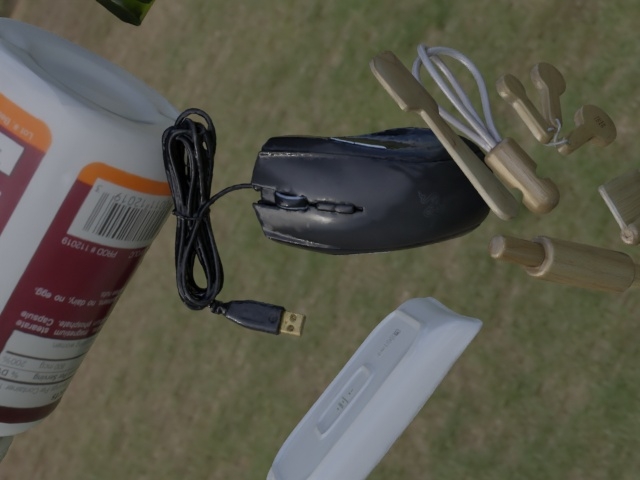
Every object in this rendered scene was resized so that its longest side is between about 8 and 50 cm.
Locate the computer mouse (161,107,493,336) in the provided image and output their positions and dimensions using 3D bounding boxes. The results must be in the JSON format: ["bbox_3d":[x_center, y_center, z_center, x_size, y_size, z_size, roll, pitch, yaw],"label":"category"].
[{"bbox_3d":[0.000,0.000,1.151,0.060,0.262,0.184,-72,-14,-67],"label":"computer mouse"}]

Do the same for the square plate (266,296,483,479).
[{"bbox_3d":[0.045,0.207,1.801,0.344,0.049,0.347,-52,7,-2],"label":"square plate"}]

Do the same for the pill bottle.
[{"bbox_3d":[-0.288,0.026,1.285,0.392,0.224,0.224,-58,27,14],"label":"pill bottle"}]

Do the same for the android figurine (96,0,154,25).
[{"bbox_3d":[-0.077,-0.290,1.117,0.273,0.056,0.248,-58,9,-11],"label":"android figurine"}]

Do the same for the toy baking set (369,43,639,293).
[{"bbox_3d":[0.143,-0.051,1.037,0.030,0.256,0.196,-45,52,39],"label":"toy baking set"}]
